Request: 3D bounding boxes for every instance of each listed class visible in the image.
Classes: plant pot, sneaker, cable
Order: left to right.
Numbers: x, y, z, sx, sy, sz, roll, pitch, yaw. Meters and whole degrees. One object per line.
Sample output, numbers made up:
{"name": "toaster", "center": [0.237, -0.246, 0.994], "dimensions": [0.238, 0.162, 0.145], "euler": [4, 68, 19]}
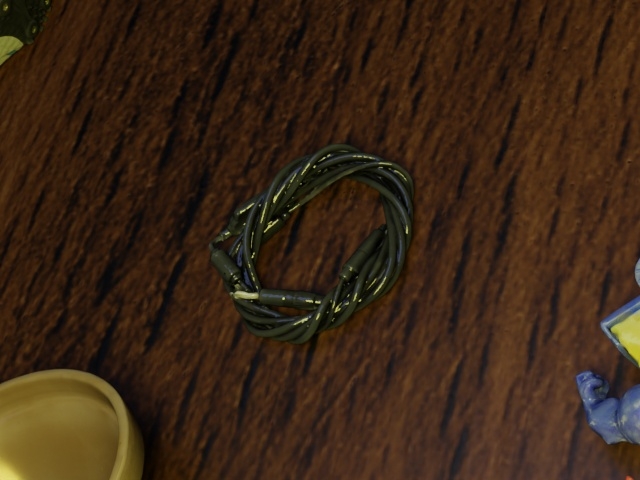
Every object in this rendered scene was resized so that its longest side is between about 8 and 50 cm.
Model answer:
{"name": "sneaker", "center": [-0.362, -0.201, 1.347], "dimensions": [0.086, 0.085, 0.237], "euler": [28, 75, 28]}
{"name": "plant pot", "center": [-0.228, 0.222, 1.016], "dimensions": [0.237, 0.109, 0.237], "euler": [-19, 35, 14]}
{"name": "cable", "center": [0.000, 0.000, 1.100], "dimensions": [0.184, 0.047, 0.150], "euler": [-32, 55, 3]}

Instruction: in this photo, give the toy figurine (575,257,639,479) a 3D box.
{"name": "toy figurine", "center": [0.271, 0.051, 0.866], "dimensions": [0.362, 0.191, 0.217], "euler": [-40, 37, 18]}
